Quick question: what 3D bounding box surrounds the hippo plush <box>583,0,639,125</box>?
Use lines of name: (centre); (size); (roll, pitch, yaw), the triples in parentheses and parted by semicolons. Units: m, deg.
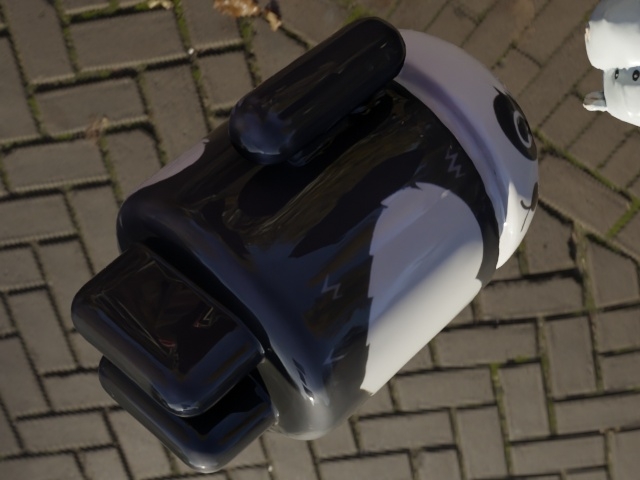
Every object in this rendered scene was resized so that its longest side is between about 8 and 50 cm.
hippo plush: (0.424, -0.251, 1.390); (0.234, 0.236, 0.294); (13, 133, 50)

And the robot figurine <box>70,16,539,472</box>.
robot figurine: (0.001, 0.000, 0.600); (0.173, 0.278, 0.209); (52, 155, -5)
